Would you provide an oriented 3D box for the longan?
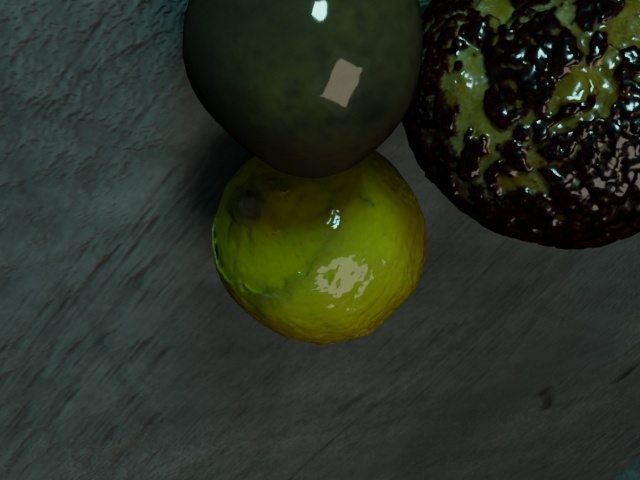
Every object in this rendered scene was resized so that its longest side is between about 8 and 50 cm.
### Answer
[{"bbox_3d":[-0.011,-0.129,0.930,0.167,0.167,0.187,-28,142,-10],"label":"longan"}]

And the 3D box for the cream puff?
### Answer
[{"bbox_3d":[0.169,-0.115,0.969,0.239,0.239,0.165,-34,132,1],"label":"cream puff"}]

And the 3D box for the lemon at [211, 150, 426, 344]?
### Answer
[{"bbox_3d":[0.000,0.001,1.151,0.180,0.180,0.193,-28,161,-10],"label":"lemon"}]

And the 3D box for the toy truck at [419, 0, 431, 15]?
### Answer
[{"bbox_3d":[0.087,-0.167,1.084,0.175,0.067,0.081,-9,139,-40],"label":"toy truck"}]
